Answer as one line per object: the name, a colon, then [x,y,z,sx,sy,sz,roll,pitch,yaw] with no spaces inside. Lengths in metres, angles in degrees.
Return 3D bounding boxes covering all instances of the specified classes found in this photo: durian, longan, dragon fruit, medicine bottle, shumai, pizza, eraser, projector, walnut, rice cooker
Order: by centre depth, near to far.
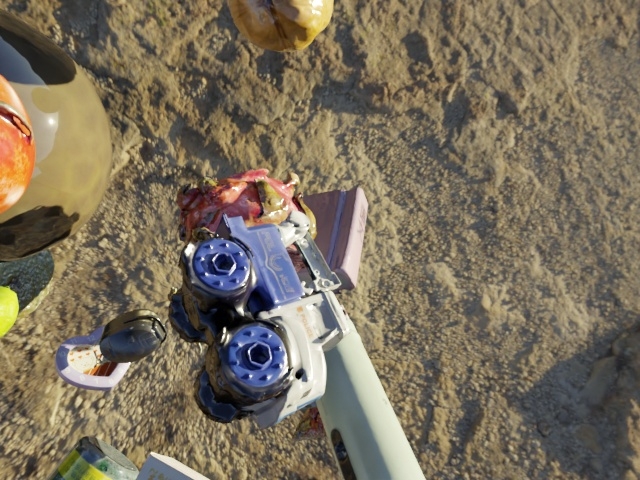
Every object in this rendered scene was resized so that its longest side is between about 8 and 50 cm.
walnut: [-0.052,-0.334,0.643,0.144,0.144,0.180,41,36,-8]
projector: [0.059,0.265,0.673,0.108,0.108,0.337,-7,42,-17]
longan: [-0.495,-0.154,0.692,0.336,0.404,0.405,-14,87,-10]
dragon fruit: [-0.115,-0.022,0.715,0.211,0.282,0.147,-17,68,11]
medicine bottle: [-0.479,0.520,0.836,0.141,0.141,0.293,40,67,-8]
durian: [-0.776,0.170,1.045,0.139,0.250,0.101,18,117,3]
rice cooker: [-0.483,0.244,1.195,0.165,0.106,0.112,-24,121,-10]
shumai: [-1.048,0.102,1.445,0.263,0.309,0.304,13,54,20]
eraser: [0.000,0.000,1.508,0.122,0.272,0.359,63,31,-41]
pizza: [0.002,0.580,1.516,0.201,0.193,0.053,-48,111,-28]

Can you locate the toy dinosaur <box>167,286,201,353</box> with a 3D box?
toy dinosaur: [-0.462,0.274,1.553,0.057,0.142,0.212,-19,119,-58]

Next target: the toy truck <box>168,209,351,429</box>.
toy truck: [-0.060,0.082,0.504,0.177,0.161,0.213,-14,70,-31]

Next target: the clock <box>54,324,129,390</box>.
clock: [-0.608,0.333,1.267,0.198,0.064,0.172,-21,72,-42]

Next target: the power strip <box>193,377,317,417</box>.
power strip: [-0.119,0.277,0.892,0.256,0.070,0.105,-16,109,17]

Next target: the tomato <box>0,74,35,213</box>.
tomato: [-0.324,-0.085,0.350,0.187,0.151,0.187,32,40,-32]

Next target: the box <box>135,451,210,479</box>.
box: [-0.155,0.467,0.648,0.343,0.065,0.200,13,62,26]
